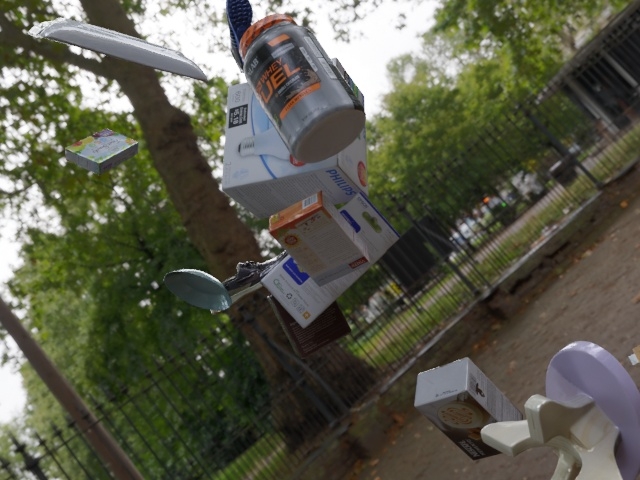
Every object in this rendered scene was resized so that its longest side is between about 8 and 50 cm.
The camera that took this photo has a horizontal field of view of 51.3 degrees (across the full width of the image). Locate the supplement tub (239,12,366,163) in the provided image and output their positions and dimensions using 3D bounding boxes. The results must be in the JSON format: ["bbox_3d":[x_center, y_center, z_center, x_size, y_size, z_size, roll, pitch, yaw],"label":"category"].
[{"bbox_3d":[-0.053,-0.374,1.621,0.207,0.338,0.207,-27,-21,-11],"label":"supplement tub"}]

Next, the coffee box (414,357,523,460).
[{"bbox_3d":[0.350,0.397,1.554,0.141,0.246,0.098,-26,31,33],"label":"coffee box"}]

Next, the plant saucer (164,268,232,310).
[{"bbox_3d":[-0.325,0.124,1.796,0.195,0.195,0.037,125,166,-57],"label":"plant saucer"}]

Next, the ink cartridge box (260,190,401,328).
[{"bbox_3d":[0.028,0.052,1.823,0.371,0.176,0.069,-42,4,-7],"label":"ink cartridge box"}]

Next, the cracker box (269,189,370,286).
[{"bbox_3d":[0.000,0.000,1.663,0.156,0.232,0.067,-26,37,20],"label":"cracker box"}]

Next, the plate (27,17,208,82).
[{"bbox_3d":[-0.367,-0.349,1.199,0.277,0.278,0.045,8,-78,-30],"label":"plate"}]

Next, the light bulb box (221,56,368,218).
[{"bbox_3d":[-0.069,-0.288,1.938,0.361,0.358,0.225,-10,-24,23],"label":"light bulb box"}]

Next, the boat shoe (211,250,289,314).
[{"bbox_3d":[-0.210,0.106,1.911,0.285,0.092,0.103,-33,7,3],"label":"boat shoe"}]

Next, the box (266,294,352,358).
[{"bbox_3d":[-0.036,0.215,1.940,0.167,0.203,0.168,-27,-1,-9],"label":"box"}]

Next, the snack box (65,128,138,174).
[{"bbox_3d":[-0.514,-0.211,1.574,0.141,0.100,0.037,-48,-22,-51],"label":"snack box"}]

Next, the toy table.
[{"bbox_3d":[0.404,0.318,1.074,0.161,0.274,0.252,-29,14,-28],"label":"toy table"}]

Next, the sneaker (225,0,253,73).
[{"bbox_3d":[-0.233,-0.594,1.910,0.081,0.232,0.090,-13,4,-27],"label":"sneaker"}]

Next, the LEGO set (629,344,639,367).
[{"bbox_3d":[0.684,0.305,1.311,0.287,0.132,0.107,-51,-16,-46],"label":"LEGO set"}]
